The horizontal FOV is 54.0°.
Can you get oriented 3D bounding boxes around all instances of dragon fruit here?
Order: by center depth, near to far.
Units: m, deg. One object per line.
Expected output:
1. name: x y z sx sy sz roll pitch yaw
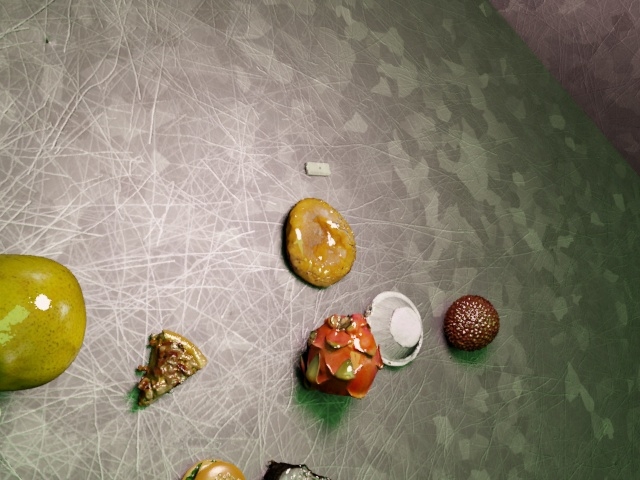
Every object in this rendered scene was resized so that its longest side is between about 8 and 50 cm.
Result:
1. dragon fruit: 0.059 0.312 1.712 0.224 0.224 0.226 -2 83 -35

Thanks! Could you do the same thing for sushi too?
1. sushi: -0.049 0.656 1.599 0.213 0.115 0.147 28 60 -24

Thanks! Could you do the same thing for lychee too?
1. lychee: 0.486 0.270 2.036 0.188 0.188 0.187 10 72 -32

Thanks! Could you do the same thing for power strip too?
1. power strip: -0.009 -0.219 1.931 0.090 0.016 0.040 0 78 -34

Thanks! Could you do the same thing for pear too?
1. pear: -0.616 0.157 1.262 0.295 0.294 0.293 10 72 -32

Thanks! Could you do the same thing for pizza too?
1. pizza: -0.371 0.314 1.502 0.154 0.069 0.193 43 56 -18

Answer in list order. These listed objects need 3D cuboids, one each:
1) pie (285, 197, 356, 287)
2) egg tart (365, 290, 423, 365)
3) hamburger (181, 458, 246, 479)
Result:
1. pie: 0.001 0.001 1.846 0.274 0.069 0.273 10 73 -36
2. egg tart: 0.234 0.266 1.914 0.234 0.094 0.233 10 72 -34
3. hamburger: -0.252 0.595 1.476 0.162 0.115 0.161 9 74 -32
